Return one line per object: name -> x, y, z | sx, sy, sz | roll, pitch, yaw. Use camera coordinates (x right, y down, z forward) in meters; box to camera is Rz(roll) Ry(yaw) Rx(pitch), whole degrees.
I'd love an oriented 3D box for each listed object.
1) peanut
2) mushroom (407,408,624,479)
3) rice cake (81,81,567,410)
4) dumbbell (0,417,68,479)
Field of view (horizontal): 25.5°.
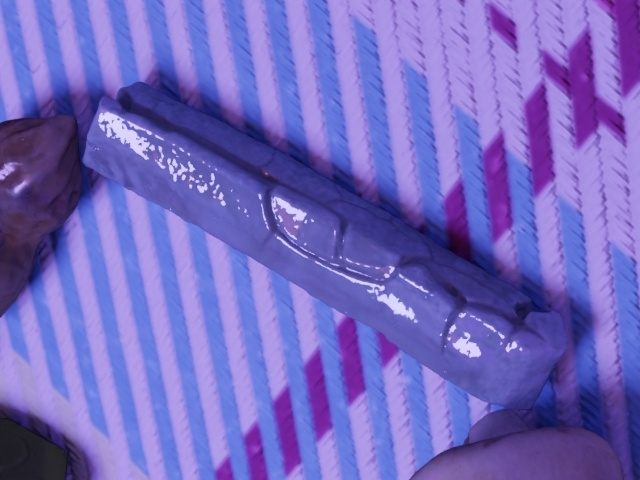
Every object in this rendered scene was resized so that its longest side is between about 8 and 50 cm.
peanut -> -0.228, -0.007, 0.982 | 0.086, 0.104, 0.228 | 31, 120, -17
mushroom -> 0.118, 0.162, 0.865 | 0.154, 0.122, 0.154 | -6, 142, -5
rice cake -> 0.000, 0.000, 0.894 | 0.336, 0.063, 0.066 | 28, 128, 13
dumbbell -> -0.277, 0.281, 1.115 | 0.108, 0.121, 0.302 | 11, 118, -10
